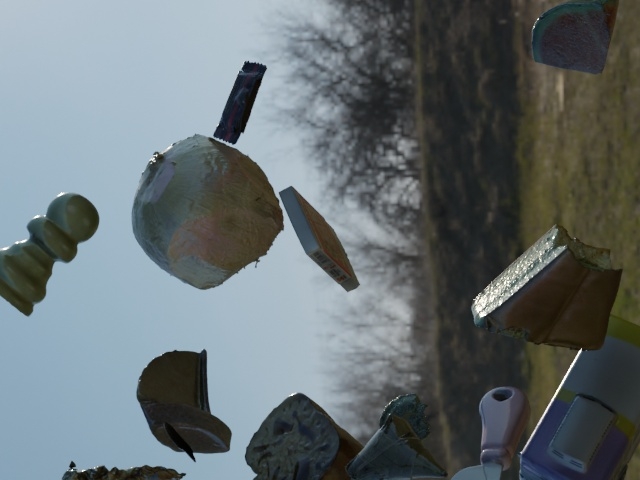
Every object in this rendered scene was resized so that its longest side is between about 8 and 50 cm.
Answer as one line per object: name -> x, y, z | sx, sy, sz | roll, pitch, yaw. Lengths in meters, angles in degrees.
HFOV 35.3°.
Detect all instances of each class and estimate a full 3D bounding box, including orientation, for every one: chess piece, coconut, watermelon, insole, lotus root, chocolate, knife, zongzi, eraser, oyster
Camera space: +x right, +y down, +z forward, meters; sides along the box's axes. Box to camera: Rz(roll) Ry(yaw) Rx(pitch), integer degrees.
chess piece -> -0.546, 0.011, 1.997 | 0.251, 0.144, 0.144 | -48, -21, -9
coconut -> -0.247, -0.064, 2.053 | 0.254, 0.297, 0.297 | 38, -133, -47
watermelon -> 0.472, -0.400, 1.880 | 0.231, 0.146, 0.128 | 78, -151, -57
insole -> -0.324, 0.464, 2.319 | 0.064, 0.004, 0.188 | 62, 179, 36
lotus root -> -0.031, 0.536, 2.311 | 0.250, 0.316, 0.316 | 40, -136, -44
chocolate -> -0.170, -0.292, 2.115 | 0.028, 0.086, 0.183 | 18, -85, -47
knife -> 0.207, 0.305, 1.302 | 0.336, 0.081, 0.043 | -57, -44, -52
zongzi -> 0.142, 0.437, 1.894 | 0.078, 0.160, 0.176 | 28, -165, -44
eraser -> 0.000, 0.000, 2.040 | 0.157, 0.038, 0.230 | 65, -170, 30
oyster -> -0.462, 0.556, 2.282 | 0.354, 0.201, 0.107 | 22, -116, -53

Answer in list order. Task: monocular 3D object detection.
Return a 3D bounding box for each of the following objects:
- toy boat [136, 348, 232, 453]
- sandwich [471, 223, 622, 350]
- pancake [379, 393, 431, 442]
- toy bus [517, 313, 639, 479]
toy boat -> -0.357, 0.401, 2.517 | 0.276, 0.111, 0.294 | 13, -141, -48
sandwich -> 0.380, 0.074, 1.702 | 0.108, 0.219, 0.186 | -81, -2, -67
pancake -> 0.186, 0.400, 2.229 | 0.022, 0.116, 0.130 | 51, -153, -46
toy bus -> 0.635, 0.409, 2.305 | 0.440, 0.209, 0.249 | -55, -27, -17
